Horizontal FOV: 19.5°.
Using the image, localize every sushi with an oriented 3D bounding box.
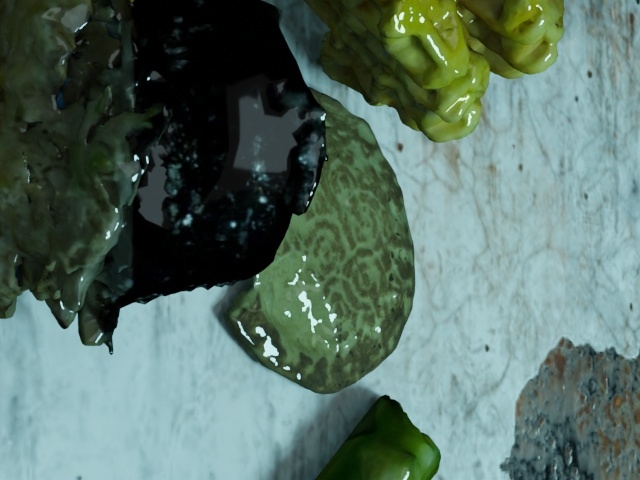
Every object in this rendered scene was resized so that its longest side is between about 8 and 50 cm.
[{"bbox_3d":[-0.139,-0.059,1.161,0.218,0.225,0.239,0,76,-31],"label":"sushi"}]

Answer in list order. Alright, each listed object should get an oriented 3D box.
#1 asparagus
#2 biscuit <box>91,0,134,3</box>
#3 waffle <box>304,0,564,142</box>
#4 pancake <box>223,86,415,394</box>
[{"bbox_3d":[-0.007,0.231,1.353,0.343,0.085,0.082,-47,140,-41],"label":"asparagus"},{"bbox_3d":[-0.175,-0.188,1.277,0.240,0.035,0.158,-19,96,-45],"label":"biscuit"},{"bbox_3d":[0.029,-0.229,1.346,0.151,0.261,0.324,-47,115,-12],"label":"waffle"},{"bbox_3d":[0.000,0.000,1.427,0.212,0.029,0.235,8,79,-45],"label":"pancake"}]
